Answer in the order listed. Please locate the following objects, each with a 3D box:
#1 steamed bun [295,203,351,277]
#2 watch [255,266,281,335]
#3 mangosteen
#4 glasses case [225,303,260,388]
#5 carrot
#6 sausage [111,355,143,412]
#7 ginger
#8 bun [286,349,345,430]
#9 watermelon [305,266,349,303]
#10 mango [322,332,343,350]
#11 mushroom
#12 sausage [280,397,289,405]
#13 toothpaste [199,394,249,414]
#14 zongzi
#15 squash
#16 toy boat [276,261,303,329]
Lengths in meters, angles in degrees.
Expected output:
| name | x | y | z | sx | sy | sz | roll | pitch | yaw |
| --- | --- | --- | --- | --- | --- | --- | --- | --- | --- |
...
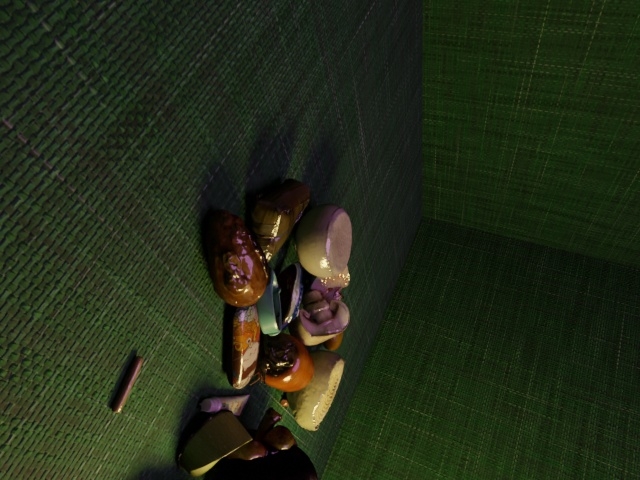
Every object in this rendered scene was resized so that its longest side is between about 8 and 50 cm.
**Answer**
| name | x | y | z | sx | sy | sz | roll | pitch | yaw |
| --- | --- | --- | --- | --- | --- | --- | --- | --- | --- |
| steamed bun | 0.000 | 0.000 | 1.776 | 0.283 | 0.177 | 0.283 | 5 | 90 | -68 |
| watch | -0.167 | 0.192 | 1.529 | 0.237 | 0.068 | 0.195 | -102 | 180 | -63 |
| mangosteen | -0.186 | 0.842 | 1.665 | 0.382 | 0.382 | 0.435 | -11 | 105 | -67 |
| glasses case | -0.249 | 0.329 | 1.513 | 0.122 | 0.082 | 0.321 | -44 | 143 | -62 |
| carrot | -0.146 | 0.435 | 1.701 | 0.331 | 0.214 | 0.193 | 75 | 14 | -66 |
| sausage | -0.449 | 0.334 | 1.097 | 0.132 | 0.024 | 0.024 | -69 | 158 | -13 |
| ginger | -0.223 | 0.070 | 1.289 | 0.165 | 0.172 | 0.321 | -20 | 134 | -18 |
| bun | -0.039 | 0.648 | 2.102 | 0.364 | 0.202 | 0.364 | 18 | 90 | -75 |
| watermelon | 0.006 | 0.181 | 2.008 | 0.188 | 0.175 | 0.322 | -122 | -132 | -59 |
| mango | 0.057 | 0.453 | 2.367 | 0.136 | 0.099 | 0.228 | -43 | 134 | -49 |
| mushroom | -0.029 | 0.316 | 1.877 | 0.253 | 0.195 | 0.189 | -9 | 156 | -43 |
| sausage | -0.153 | 0.726 | 2.107 | 0.083 | 0.034 | 0.034 | 56 | 53 | -65 |
| toothpaste | -0.309 | 0.548 | 1.568 | 0.314 | 0.058 | 0.056 | 57 | 11 | -67 |
| zongzi | -0.142 | -0.035 | 1.501 | 0.260 | 0.123 | 0.289 | -45 | 154 | -57 |
| squash | -0.322 | 0.648 | 1.455 | 0.220 | 0.133 | 0.220 | -41 | 156 | -22 |
| toy boat | -0.115 | 0.205 | 1.715 | 0.115 | 0.114 | 0.262 | 1 | 101 | -58 |
